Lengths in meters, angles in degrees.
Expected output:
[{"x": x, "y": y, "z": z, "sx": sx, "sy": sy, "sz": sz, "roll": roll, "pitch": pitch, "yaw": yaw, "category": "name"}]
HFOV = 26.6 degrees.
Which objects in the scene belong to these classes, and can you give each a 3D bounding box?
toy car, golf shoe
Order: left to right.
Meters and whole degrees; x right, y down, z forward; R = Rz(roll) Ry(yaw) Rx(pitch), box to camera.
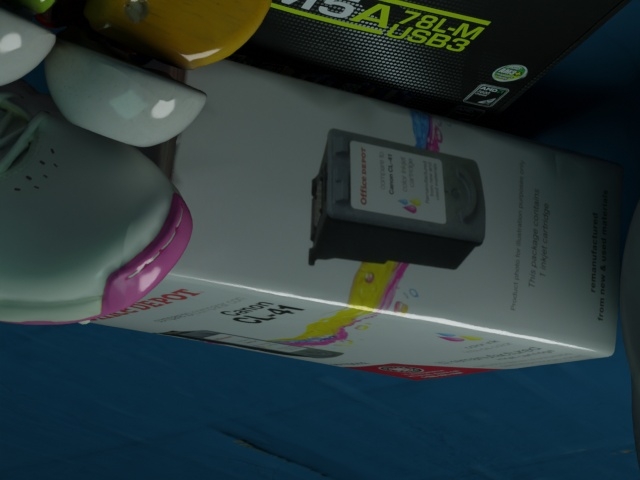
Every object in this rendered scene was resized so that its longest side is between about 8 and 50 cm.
[{"x": -0.195, "y": -0.054, "z": 0.671, "sx": 0.306, "sy": 0.115, "sz": 0.140, "roll": 22, "pitch": 154, "yaw": 36, "category": "golf shoe"}, {"x": -0.114, "y": -0.140, "z": 0.601, "sx": 0.182, "sy": 0.159, "sz": 0.136, "roll": 19, "pitch": -174, "yaw": -40, "category": "toy car"}]

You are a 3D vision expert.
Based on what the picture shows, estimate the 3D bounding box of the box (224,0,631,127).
[{"x": 0.047, "y": -0.129, "z": 0.714, "sx": 0.191, "sy": 0.045, "sz": 0.184, "roll": 10, "pitch": 157, "yaw": -23, "category": "box"}]

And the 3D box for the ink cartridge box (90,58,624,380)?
[{"x": 0.000, "y": 0.000, "z": 0.841, "sx": 0.306, "sy": 0.131, "sz": 0.226, "roll": 10, "pitch": 167, "yaw": -28, "category": "ink cartridge box"}]

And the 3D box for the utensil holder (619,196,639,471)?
[{"x": 0.368, "y": 0.098, "z": 0.896, "sx": 0.328, "sy": 0.327, "sz": 0.385, "roll": -7, "pitch": 156, "yaw": 11, "category": "utensil holder"}]
